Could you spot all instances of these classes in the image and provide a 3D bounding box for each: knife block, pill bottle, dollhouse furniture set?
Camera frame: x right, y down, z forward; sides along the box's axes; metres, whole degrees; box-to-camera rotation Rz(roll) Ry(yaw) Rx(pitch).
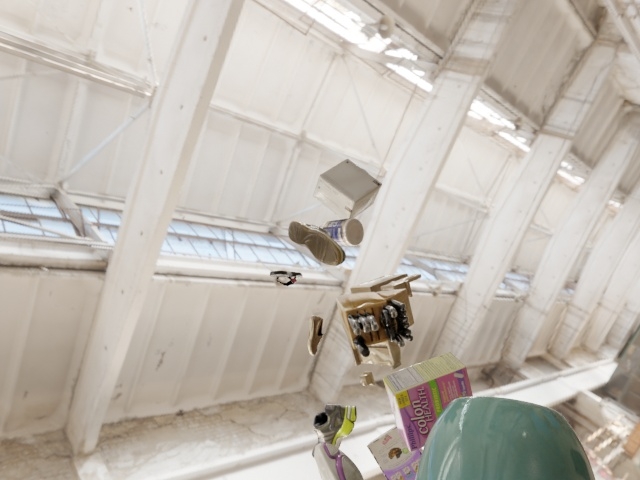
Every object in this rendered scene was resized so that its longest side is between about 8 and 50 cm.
[{"bbox_3d":[0.087,0.183,1.077,0.242,0.276,0.088,-15,-87,-48],"label":"knife block"},{"bbox_3d":[0.057,-0.024,1.663,0.094,0.170,0.094,5,-97,-44],"label":"pill bottle"},{"bbox_3d":[0.247,0.303,1.625,0.174,0.303,0.355,-16,-88,-35],"label":"dollhouse furniture set"}]

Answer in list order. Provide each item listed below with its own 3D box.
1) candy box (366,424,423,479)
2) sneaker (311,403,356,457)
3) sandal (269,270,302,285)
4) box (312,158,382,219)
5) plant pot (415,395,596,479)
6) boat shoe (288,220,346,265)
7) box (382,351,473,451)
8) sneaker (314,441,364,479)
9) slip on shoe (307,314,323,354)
[{"bbox_3d":[0.297,0.803,1.806,0.165,0.196,0.070,-36,-18,8],"label":"candy box"},{"bbox_3d":[0.023,0.678,1.741,0.122,0.111,0.299,22,-61,-4],"label":"sneaker"},{"bbox_3d":[-0.103,0.115,1.447,0.179,0.067,0.040,21,-118,-72],"label":"sandal"},{"bbox_3d":[0.101,-0.191,1.841,0.182,0.181,0.119,-36,-24,-38],"label":"box"},{"bbox_3d":[0.288,0.386,0.767,0.293,0.293,0.235,50,-136,-47],"label":"plant pot"},{"bbox_3d":[0.000,0.000,0.915,0.049,0.152,0.056,-8,-59,-41],"label":"boat shoe"},{"bbox_3d":[0.350,0.508,1.541,0.243,0.117,0.213,-18,-76,-7],"label":"box"},{"bbox_3d":[0.046,0.603,1.063,0.152,0.305,0.114,-38,-27,16],"label":"sneaker"},{"bbox_3d":[-0.012,0.311,1.579,0.051,0.041,0.135,-13,-72,-67],"label":"slip on shoe"}]
